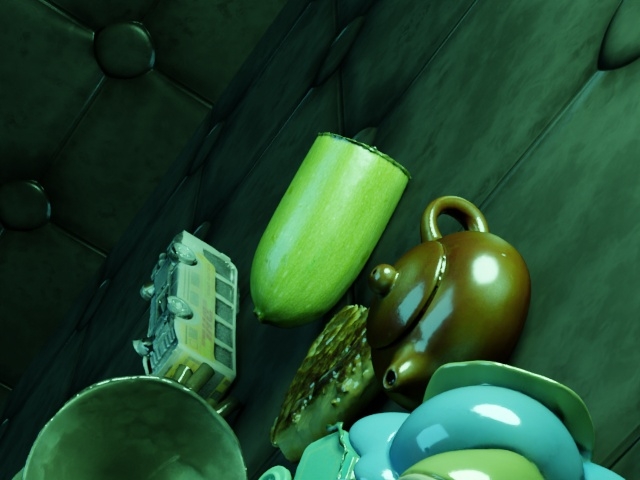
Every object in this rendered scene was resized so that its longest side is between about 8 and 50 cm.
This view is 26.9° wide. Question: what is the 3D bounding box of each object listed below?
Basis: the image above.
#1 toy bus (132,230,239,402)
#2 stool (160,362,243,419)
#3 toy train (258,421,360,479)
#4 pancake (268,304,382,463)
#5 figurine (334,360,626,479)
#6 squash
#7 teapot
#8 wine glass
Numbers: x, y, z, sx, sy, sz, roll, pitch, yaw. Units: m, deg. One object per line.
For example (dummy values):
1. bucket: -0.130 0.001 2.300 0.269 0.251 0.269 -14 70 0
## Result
1. toy bus: -0.190 0.111 1.978 0.097 0.138 0.342 -54 18 21
2. stool: -0.187 0.246 1.778 0.121 0.125 0.217 -48 -11 -33
3. toy train: -0.003 0.273 1.181 0.163 0.112 0.203 -32 30 45
4. pancake: 0.039 0.124 1.465 0.266 0.057 0.244 -48 10 18
5. figurine: 0.087 0.170 0.879 0.180 0.154 0.262 -15 3 40
6. squash: 0.000 0.000 1.634 0.247 0.132 0.132 -62 16 -8
7. teapot: 0.106 0.047 1.219 0.178 0.135 0.252 -38 26 42
8. wine glass: -0.266 0.333 1.634 0.267 0.267 0.406 -66 12 -24
